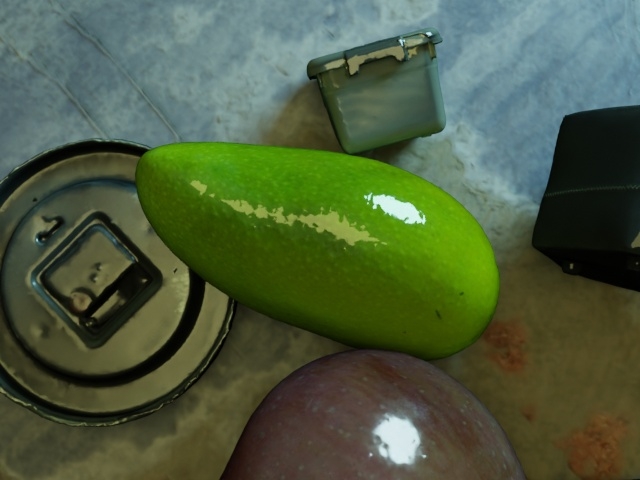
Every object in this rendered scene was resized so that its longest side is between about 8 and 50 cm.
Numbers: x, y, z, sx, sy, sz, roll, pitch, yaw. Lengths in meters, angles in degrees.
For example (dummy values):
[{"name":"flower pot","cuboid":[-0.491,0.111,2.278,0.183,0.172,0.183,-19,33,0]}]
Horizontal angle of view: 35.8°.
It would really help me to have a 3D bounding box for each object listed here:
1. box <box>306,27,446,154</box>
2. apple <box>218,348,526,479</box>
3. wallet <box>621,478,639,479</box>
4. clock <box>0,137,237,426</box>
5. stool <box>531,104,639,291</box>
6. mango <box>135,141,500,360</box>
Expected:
[{"name":"box","cuboid":[0.056,-0.136,0.924,0.124,0.172,0.093,-15,98,4]},{"name":"apple","cuboid":[0.037,0.246,0.813,0.235,0.306,0.306,29,86,23]},{"name":"wallet","cuboid":[0.262,0.304,0.905,0.245,0.052,0.169,-6,75,0]},{"name":"clock","cuboid":[-0.215,0.041,0.972,0.280,0.055,0.281,-1,84,4]},{"name":"stool","cuboid":[0.308,-0.022,0.863,0.232,0.232,0.141,15,83,6]},{"name":"mango","cuboid":[0.000,0.000,0.872,0.343,0.192,0.156,19,60,-12]}]
